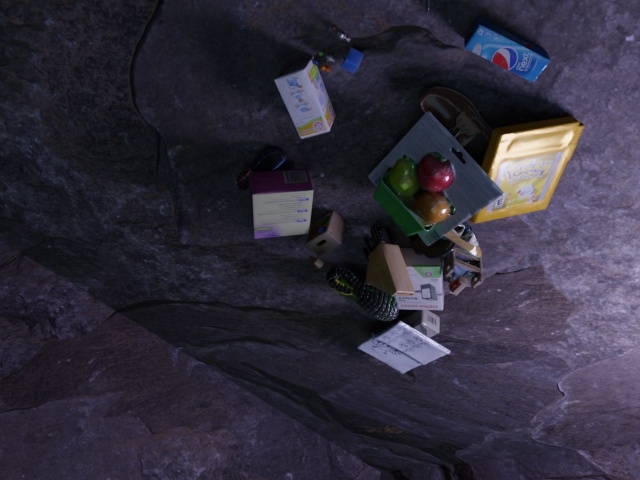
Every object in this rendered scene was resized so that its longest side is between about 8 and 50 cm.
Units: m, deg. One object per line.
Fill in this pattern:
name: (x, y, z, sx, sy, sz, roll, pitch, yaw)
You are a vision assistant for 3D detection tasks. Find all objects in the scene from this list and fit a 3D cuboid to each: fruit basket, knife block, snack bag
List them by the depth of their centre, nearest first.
fruit basket: (0.348, -0.183, 1.356, 0.327, 0.165, 0.353, 49, 138, 4)
knife block: (0.255, 0.063, 1.596, 0.088, 0.276, 0.241, 5, 97, -26)
snack bag: (0.383, 0.523, 2.033, 0.323, 0.037, 0.342, 32, 134, -17)

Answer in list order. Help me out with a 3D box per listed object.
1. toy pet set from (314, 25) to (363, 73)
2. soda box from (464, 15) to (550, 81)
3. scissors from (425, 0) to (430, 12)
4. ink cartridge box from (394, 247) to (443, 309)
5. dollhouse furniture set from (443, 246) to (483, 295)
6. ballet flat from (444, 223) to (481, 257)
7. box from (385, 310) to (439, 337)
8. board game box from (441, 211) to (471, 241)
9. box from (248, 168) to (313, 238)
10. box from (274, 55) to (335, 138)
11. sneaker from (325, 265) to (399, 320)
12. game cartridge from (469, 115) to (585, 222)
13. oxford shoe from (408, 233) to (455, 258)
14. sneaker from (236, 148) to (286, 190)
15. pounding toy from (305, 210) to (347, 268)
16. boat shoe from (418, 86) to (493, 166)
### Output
toy pet set: (0.055, -0.526, 1.218, 0.114, 0.065, 0.122, 24, 126, -13)
soda box: (0.487, -0.501, 1.115, 0.210, 0.071, 0.067, 23, 135, -6)
scissors: (0.251, -0.717, 1.020, 0.109, 0.021, 0.297, 12, 136, 3)
ink cartridge box: (0.402, 0.163, 1.754, 0.199, 0.114, 0.272, -2, 133, 19)
dollhouse furniture set: (0.532, 0.140, 1.683, 0.130, 0.128, 0.183, 23, 135, -5)
ballet flat: (0.513, -0.015, 1.540, 0.232, 0.080, 0.073, 30, 123, -13)
box: (0.431, 0.430, 2.020, 0.113, 0.094, 0.275, 30, 134, -14)
board game box: (0.452, -0.069, 1.578, 0.186, 0.026, 0.126, 40, 132, -21)
box: (-0.148, -0.133, 1.567, 0.214, 0.117, 0.242, -6, 142, -11)
box: (-0.042, -0.437, 1.310, 0.103, 0.114, 0.203, -9, 128, 23)
sneaker: (0.190, 0.228, 1.844, 0.344, 0.134, 0.146, 33, 173, 18)
game cartridge: (0.615, -0.207, 1.289, 0.286, 0.052, 0.323, -12, 137, -11)
oxford shoe: (0.401, 0.009, 1.571, 0.096, 0.083, 0.227, 53, 161, -20)
sneaker: (-0.212, -0.265, 1.564, 0.221, 0.087, 0.083, -31, 86, 23)
pounding toy: (-0.008, 0.008, 1.666, 0.094, 0.206, 0.181, 42, 131, -22)
boat shoe: (0.427, -0.332, 1.266, 0.325, 0.116, 0.123, 32, 134, -14)
